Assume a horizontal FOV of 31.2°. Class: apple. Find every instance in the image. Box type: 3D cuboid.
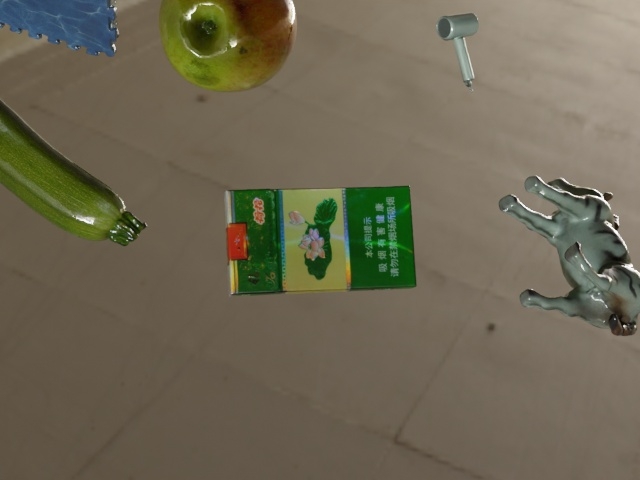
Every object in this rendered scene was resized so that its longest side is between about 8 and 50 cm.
[{"bbox_3d":[-0.133,-0.297,1.587,0.196,0.196,0.196,4,-152,-2],"label":"apple"}]

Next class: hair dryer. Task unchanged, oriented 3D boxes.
[{"bbox_3d":[0.226,-0.293,1.790,0.063,0.124,0.038,-16,-178,-37],"label":"hair dryer"}]

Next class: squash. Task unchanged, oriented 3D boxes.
[{"bbox_3d":[-0.287,-0.073,1.158,0.258,0.069,0.069,39,-143,12],"label":"squash"}]

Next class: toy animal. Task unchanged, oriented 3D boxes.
[{"bbox_3d":[0.265,-0.010,1.207,0.170,0.090,0.255,33,-142,-21],"label":"toy animal"}]

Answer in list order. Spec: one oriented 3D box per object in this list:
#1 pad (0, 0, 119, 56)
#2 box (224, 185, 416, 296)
[{"bbox_3d":[-0.287,-0.298,0.953,0.270,0.269,0.012,16,-141,17],"label":"pad"},{"bbox_3d":[0.000,0.000,1.428,0.235,0.132,0.034,-1,173,-10],"label":"box"}]
